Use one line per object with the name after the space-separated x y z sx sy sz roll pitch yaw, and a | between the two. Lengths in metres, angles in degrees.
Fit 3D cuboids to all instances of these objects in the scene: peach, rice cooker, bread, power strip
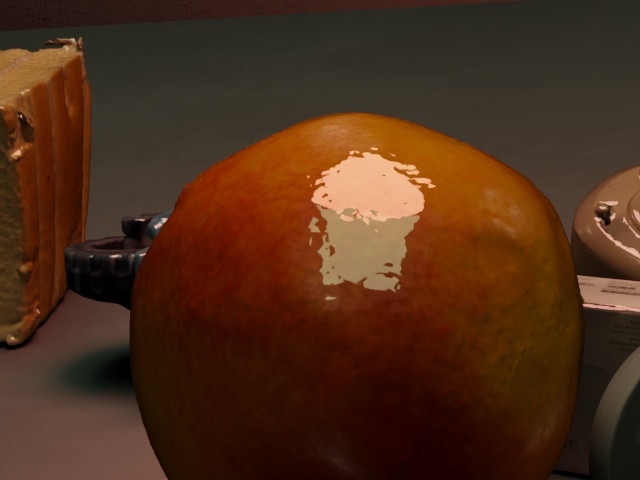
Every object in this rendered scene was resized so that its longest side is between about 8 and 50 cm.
0.020 0.062 0.952 0.289 0.289 0.308 0 0 15 | peach
0.285 0.022 1.245 0.145 0.127 0.206 -40 43 -21 | rice cooker
-0.288 -0.051 1.499 0.111 0.246 0.239 5 19 4 | bread
0.271 0.110 1.015 0.216 0.137 0.044 -10 3 -8 | power strip

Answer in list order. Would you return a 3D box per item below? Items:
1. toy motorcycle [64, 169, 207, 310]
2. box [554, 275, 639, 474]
0.000 0.000 1.371 0.416 0.172 0.232 -6 9 -34 | toy motorcycle
0.184 0.093 1.094 0.130 0.129 0.051 6 22 32 | box
